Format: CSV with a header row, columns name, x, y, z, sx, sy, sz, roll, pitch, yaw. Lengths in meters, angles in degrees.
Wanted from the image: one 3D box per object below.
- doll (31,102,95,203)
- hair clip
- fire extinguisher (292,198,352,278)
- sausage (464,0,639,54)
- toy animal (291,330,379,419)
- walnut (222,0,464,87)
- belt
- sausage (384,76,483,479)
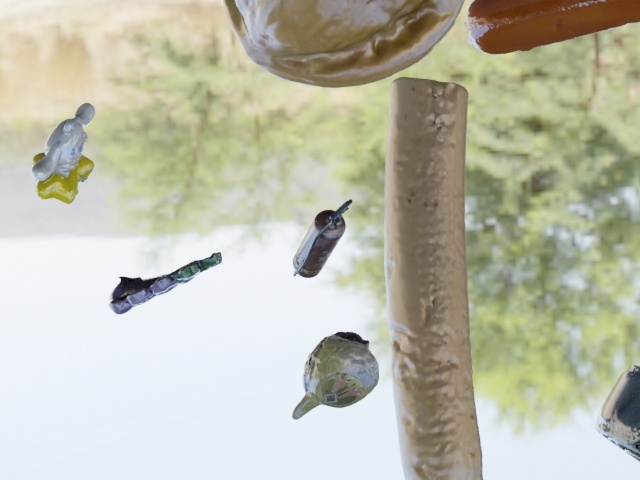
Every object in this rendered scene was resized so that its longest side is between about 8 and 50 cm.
name,x,y,z,sx,sy,sz,roll,pitch,yaw
doll,-0.314,-0.114,1.828,0.071,0.135,0.113,24,162,4
hair clip,-0.228,0.052,2.189,0.195,0.052,0.124,-23,-175,23
fire extinguisher,0.000,0.000,1.905,0.064,0.043,0.158,-43,171,-27
sausage,0.353,-0.332,2.049,0.348,0.097,0.094,-12,156,30
toy animal,0.014,0.177,1.973,0.137,0.098,0.098,-35,174,20
walnut,0.022,-0.261,1.400,0.257,0.257,0.224,-3,162,7
belt,0.411,0.222,1.657,0.206,0.116,0.267,30,176,32
sausage,0.078,0.036,1.048,0.066,0.301,0.066,-1,169,0
